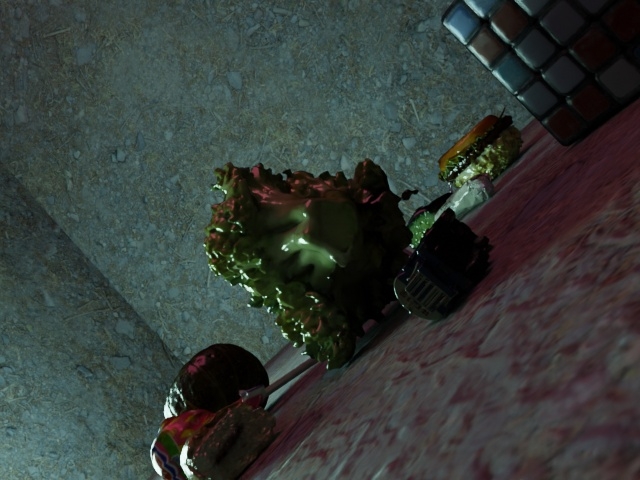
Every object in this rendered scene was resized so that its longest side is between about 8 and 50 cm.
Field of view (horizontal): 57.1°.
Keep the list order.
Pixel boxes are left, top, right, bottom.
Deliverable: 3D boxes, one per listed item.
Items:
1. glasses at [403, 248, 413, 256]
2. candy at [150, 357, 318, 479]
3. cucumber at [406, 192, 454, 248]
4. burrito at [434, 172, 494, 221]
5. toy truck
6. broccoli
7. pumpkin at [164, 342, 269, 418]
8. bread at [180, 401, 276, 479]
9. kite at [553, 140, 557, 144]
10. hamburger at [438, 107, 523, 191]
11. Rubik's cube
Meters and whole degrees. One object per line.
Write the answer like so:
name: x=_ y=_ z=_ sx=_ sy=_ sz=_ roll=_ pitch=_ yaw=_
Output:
glasses: x=0.150 y=0.027 z=1.180 sx=0.062 sy=0.104 sz=0.140 roll=-40 pitch=-1 yaw=-21
candy: x=-0.123 y=0.290 z=1.029 sx=0.365 sy=0.124 sz=0.124 roll=-29 pitch=-9 yaw=-25
cucumber: x=0.312 y=-0.069 z=1.595 sx=0.193 sy=0.086 sz=0.115 roll=-33 pitch=-11 yaw=-36
burrito: x=0.313 y=-0.085 z=1.288 sx=0.064 sy=0.064 sz=0.203 roll=-41 pitch=-5 yaw=-28
toy truck: x=0.136 y=0.027 z=0.655 sx=0.088 sy=0.074 sz=0.201 roll=-54 pitch=-6 yaw=20
broccoli: x=-0.003 y=-0.011 z=0.872 sx=0.293 sy=0.348 sz=0.281 roll=-48 pitch=8 yaw=-11
pumpkin: x=-0.207 y=0.300 z=1.149 sx=0.219 sy=0.162 sz=0.219 roll=-34 pitch=-40 yaw=-35
bread: x=-0.131 y=0.274 z=0.791 sx=0.125 sy=0.082 sz=0.106 roll=-44 pitch=5 yaw=-38
kite: x=0.475 y=-0.218 z=1.090 sx=0.122 sy=0.004 sz=0.090 roll=-44 pitch=-3 yaw=5
hamburger: x=0.423 y=-0.224 z=1.559 sx=0.243 sy=0.139 sz=0.261 roll=-41 pitch=-3 yaw=0
Rubik's cube: x=0.410 y=-0.370 z=0.853 sx=0.287 sy=0.292 sz=0.293 roll=-41 pitch=-3 yaw=-32
